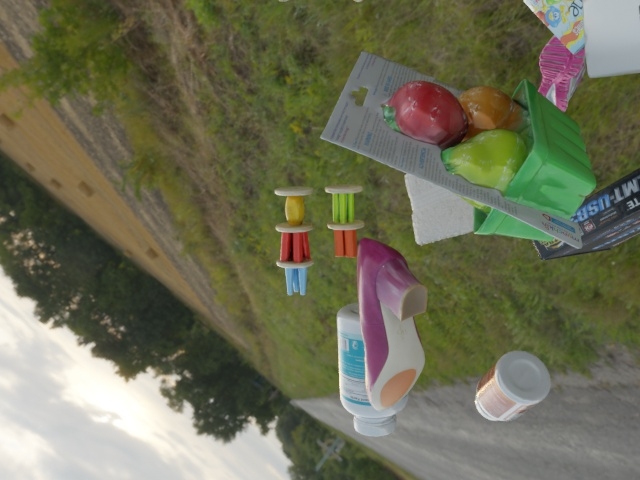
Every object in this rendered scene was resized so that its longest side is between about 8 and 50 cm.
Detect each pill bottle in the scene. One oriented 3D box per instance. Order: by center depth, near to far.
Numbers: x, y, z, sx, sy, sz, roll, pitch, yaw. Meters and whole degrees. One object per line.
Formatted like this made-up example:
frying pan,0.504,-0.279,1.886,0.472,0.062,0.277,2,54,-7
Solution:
pill bottle,0.111,0.271,1.208,0.146,0.146,0.264,14,110,59
pill bottle,0.431,0.344,1.314,0.121,0.121,0.216,36,153,16

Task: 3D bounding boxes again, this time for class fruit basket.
fruit basket,0.193,-0.143,0.822,0.353,0.327,0.165,17,129,1

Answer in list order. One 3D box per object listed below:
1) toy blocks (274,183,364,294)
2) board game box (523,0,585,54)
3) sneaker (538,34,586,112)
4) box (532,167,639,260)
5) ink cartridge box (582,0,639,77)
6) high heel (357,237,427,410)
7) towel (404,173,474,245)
toy blocks,0.000,0.000,0.786,0.054,0.123,0.148,-129,37,-74
board game box,0.536,-0.485,1.051,0.142,0.275,0.144,51,151,8
sneaker,0.610,-0.443,1.430,0.103,0.111,0.252,27,157,21
box,0.596,-0.063,1.078,0.295,0.293,0.073,-39,63,44
ink cartridge box,0.460,-0.251,0.564,0.306,0.226,0.131,-158,59,-71
high heel,0.077,0.117,0.761,0.117,0.082,0.244,49,150,45
towel,0.319,-0.104,1.315,0.049,0.187,0.282,4,164,-44
